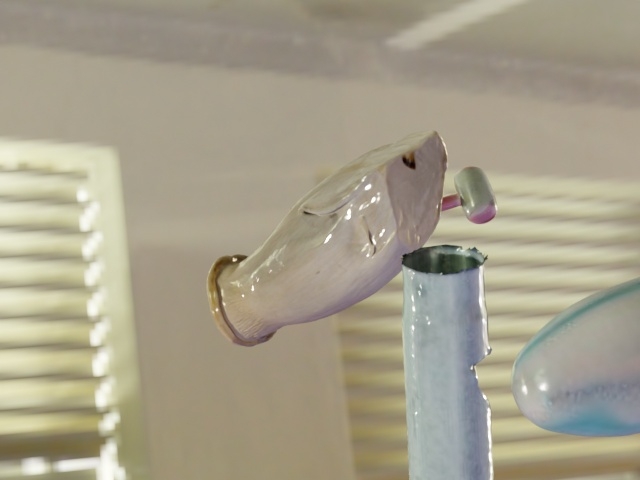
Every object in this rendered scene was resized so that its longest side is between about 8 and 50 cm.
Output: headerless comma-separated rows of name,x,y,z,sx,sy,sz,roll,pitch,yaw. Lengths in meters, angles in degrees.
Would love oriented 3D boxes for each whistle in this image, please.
whistle,0.091,0.158,1.359,0.062,0.312,0.062,-3,-163,1

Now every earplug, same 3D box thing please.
earplug,0.327,0.103,1.913,0.324,0.185,0.185,-14,174,-28

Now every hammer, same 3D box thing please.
hammer,0.110,-0.032,1.698,0.083,0.052,0.031,-16,151,-5

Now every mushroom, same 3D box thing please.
mushroom,0.006,0.006,1.572,0.096,0.108,0.247,7,143,-47
